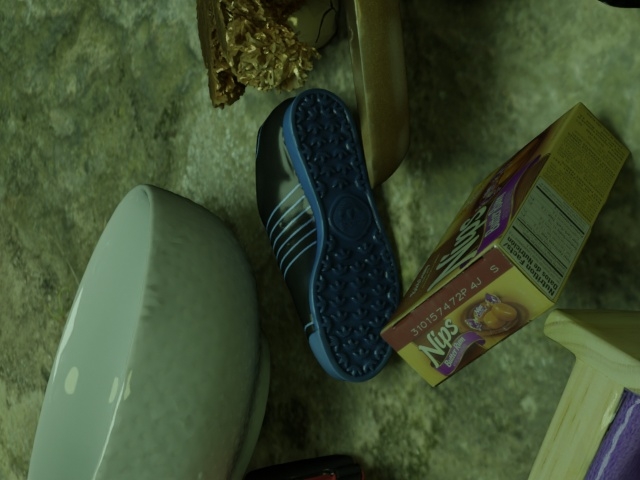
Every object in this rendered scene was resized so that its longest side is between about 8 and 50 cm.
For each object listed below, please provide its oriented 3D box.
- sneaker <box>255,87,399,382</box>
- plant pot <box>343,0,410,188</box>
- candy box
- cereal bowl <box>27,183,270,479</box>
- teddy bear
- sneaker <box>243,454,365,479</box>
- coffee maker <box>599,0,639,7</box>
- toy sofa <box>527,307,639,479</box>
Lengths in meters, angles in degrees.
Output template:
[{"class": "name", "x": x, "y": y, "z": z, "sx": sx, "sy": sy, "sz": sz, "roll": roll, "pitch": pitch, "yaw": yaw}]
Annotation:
[{"class": "sneaker", "x": 0.000, "y": 0.000, "z": 1.010, "sx": 0.090, "sy": 0.081, "sz": 0.232, "roll": -23, "pitch": 73, "yaw": 62}, {"class": "plant pot", "x": 0.036, "y": -0.155, "z": 0.902, "sx": 0.236, "sy": 0.032, "sz": 0.236, "roll": -7, "pitch": -90, "yaw": -90}, {"class": "candy box", "x": 0.118, "y": -0.001, "z": 0.794, "sx": 0.053, "sy": 0.186, "sz": 0.109, "roll": 45, "pitch": 131, "yaw": -4}, {"class": "cereal bowl", "x": -0.135, "y": 0.131, "z": 1.065, "sx": 0.339, "sy": 0.141, "sz": 0.339, "roll": -164, "pitch": 90, "yaw": -72}, {"class": "teddy bear", "x": -0.031, "y": -0.233, "z": 0.939, "sx": 0.338, "sy": 0.113, "sz": 0.245, "roll": 93, "pitch": 167, "yaw": -45}, {"class": "sneaker", "x": 0.021, "y": 0.258, "z": 0.912, "sx": 0.314, "sy": 0.116, "sz": 0.136, "roll": -137, "pitch": 38, "yaw": -78}, {"class": "coffee maker", "x": 0.212, "y": -0.196, "z": 0.688, "sx": 0.178, "sy": 0.120, "sz": 0.171, "roll": 133, "pitch": 148, "yaw": -67}, {"class": "toy sofa", "x": 0.176, "y": 0.230, "z": 0.732, "sx": 0.177, "sy": 0.150, "sz": 0.362, "roll": 33, "pitch": 110, "yaw": 43}]
